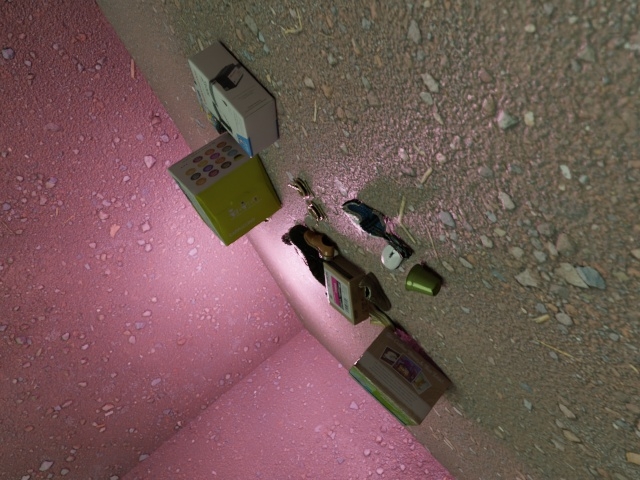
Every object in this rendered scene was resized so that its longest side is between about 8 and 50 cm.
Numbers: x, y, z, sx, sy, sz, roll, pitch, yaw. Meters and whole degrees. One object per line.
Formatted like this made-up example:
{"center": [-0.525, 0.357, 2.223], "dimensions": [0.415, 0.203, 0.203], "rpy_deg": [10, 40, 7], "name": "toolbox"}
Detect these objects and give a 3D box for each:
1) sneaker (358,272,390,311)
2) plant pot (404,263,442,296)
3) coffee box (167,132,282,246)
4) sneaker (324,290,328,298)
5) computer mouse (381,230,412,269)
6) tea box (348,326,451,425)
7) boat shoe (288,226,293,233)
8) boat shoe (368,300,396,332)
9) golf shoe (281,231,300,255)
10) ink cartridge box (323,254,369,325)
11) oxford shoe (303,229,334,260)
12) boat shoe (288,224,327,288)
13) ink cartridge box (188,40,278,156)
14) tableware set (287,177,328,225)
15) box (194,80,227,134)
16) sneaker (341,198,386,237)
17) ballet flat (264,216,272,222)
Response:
{"center": [0.203, 0.212, 1.703], "dimensions": [0.188, 0.071, 0.066], "rpy_deg": [60, 164, -24], "name": "sneaker"}
{"center": [0.290, 0.117, 1.228], "dimensions": [0.079, 0.083, 0.083], "rpy_deg": [25, 151, 36], "name": "plant pot"}
{"center": [-0.445, -0.244, 2.100], "dimensions": [0.334, 0.337, 0.338], "rpy_deg": [39, 159, 42], "name": "coffee box"}
{"center": [0.095, 0.284, 2.177], "dimensions": [0.092, 0.087, 0.228], "rpy_deg": [56, 167, -19], "name": "sneaker"}
{"center": [0.217, 0.047, 1.336], "dimensions": [0.106, 0.042, 0.193], "rpy_deg": [46, 164, 19], "name": "computer mouse"}
{"center": [0.311, 0.570, 1.844], "dimensions": [0.329, 0.220, 0.323], "rpy_deg": [40, 162, 15], "name": "tea box"}
{"center": [-0.109, -0.011, 2.196], "dimensions": [0.137, 0.049, 0.043], "rpy_deg": [42, 165, 20], "name": "boat shoe"}
{"center": [0.237, 0.333, 1.879], "dimensions": [0.190, 0.072, 0.068], "rpy_deg": [42, 162, 34], "name": "boat shoe"}
{"center": [-0.108, 0.019, 2.257], "dimensions": [0.186, 0.067, 0.086], "rpy_deg": [40, -153, 4], "name": "golf shoe"}
{"center": [0.107, 0.205, 1.845], "dimensions": [0.193, 0.088, 0.235], "rpy_deg": [33, 141, 49], "name": "ink cartridge box"}
{"center": [0.000, 0.000, 1.881], "dimensions": [0.212, 0.076, 0.076], "rpy_deg": [41, 132, 45], "name": "oxford shoe"}
{"center": [-0.027, 0.072, 2.026], "dimensions": [0.324, 0.122, 0.120], "rpy_deg": [58, 172, 14], "name": "boat shoe"}
{"center": [-0.288, -0.472, 1.500], "dimensions": [0.307, 0.129, 0.223], "rpy_deg": [49, 165, 16], "name": "ink cartridge box"}
{"center": [-0.055, -0.150, 1.713], "dimensions": [0.194, 0.039, 0.128], "rpy_deg": [59, 164, -23], "name": "tableware set"}
{"center": [-0.490, -0.598, 1.994], "dimensions": [0.159, 0.044, 0.233], "rpy_deg": [51, 165, 6], "name": "box"}
{"center": [0.140, -0.053, 1.313], "dimensions": [0.191, 0.071, 0.083], "rpy_deg": [49, 174, 49], "name": "sneaker"}
{"center": [-0.300, -0.145, 2.435], "dimensions": [0.086, 0.086, 0.248], "rpy_deg": [53, 167, -1], "name": "ballet flat"}
